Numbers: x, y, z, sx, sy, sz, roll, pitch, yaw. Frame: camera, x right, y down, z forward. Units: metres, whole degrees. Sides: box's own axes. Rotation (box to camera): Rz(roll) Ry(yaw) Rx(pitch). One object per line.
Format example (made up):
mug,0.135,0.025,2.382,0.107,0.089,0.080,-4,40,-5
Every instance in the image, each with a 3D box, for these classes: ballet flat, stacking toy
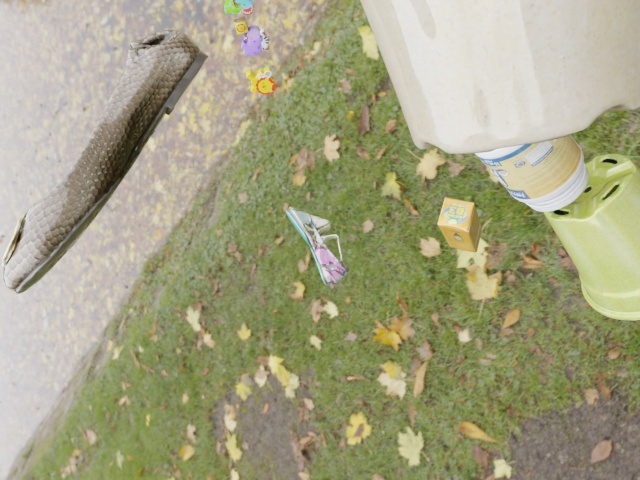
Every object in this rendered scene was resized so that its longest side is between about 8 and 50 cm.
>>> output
ballet flat,-0.181,-0.072,0.420,0.250,0.058,0.084,-58,21,-9
ballet flat,0.000,0.000,1.177,0.079,0.077,0.221,-29,61,-2
stacking toy,-0.133,-0.402,0.948,0.221,0.052,0.167,73,-176,-48

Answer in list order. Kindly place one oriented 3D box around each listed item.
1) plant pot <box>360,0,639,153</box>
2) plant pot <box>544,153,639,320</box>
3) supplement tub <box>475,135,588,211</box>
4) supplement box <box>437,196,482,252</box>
plant pot,0.158,-0.255,0.464,0.333,0.334,0.305,1,116,42
plant pot,0.597,-0.025,1.049,0.254,0.276,0.276,43,132,-18
supplement tub,0.382,-0.158,0.946,0.144,0.199,0.144,-36,32,27
supplement box,0.356,-0.035,1.311,0.078,0.233,0.080,14,84,23
